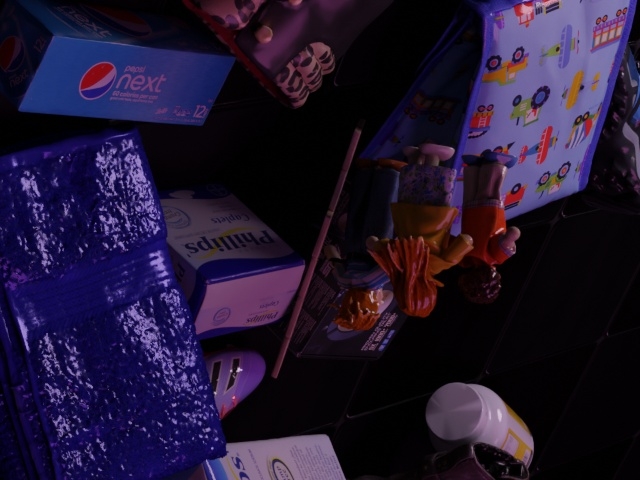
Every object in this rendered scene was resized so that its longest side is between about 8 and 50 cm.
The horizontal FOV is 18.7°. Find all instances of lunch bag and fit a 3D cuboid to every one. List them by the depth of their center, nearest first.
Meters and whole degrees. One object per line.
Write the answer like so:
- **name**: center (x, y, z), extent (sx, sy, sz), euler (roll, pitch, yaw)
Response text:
- **lunch bag**: center (0.194, -0.159, 1.894), extent (0.221, 0.138, 0.293), euler (-21, 149, -36)

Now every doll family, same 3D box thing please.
- **doll family**: center (0.065, 0.002, 1.801), extent (0.118, 0.263, 0.163), euler (13, 78, -35)

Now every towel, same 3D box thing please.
- **towel**: center (-0.198, 0.066, 1.596), extent (0.227, 0.076, 0.308), euler (-20, 97, -37)

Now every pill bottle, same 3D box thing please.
- **pill bottle**: center (0.194, 0.239, 2.417), extent (0.103, 0.103, 0.184), euler (-46, 149, -1)

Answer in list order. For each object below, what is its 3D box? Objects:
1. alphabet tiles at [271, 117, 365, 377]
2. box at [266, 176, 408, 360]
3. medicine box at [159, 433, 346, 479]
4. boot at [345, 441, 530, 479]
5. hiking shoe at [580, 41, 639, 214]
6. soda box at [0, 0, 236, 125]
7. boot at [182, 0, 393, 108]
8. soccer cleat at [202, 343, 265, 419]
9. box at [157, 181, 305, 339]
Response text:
- **alphabet tiles**: center (0.000, 0.000, 1.854), extent (0.198, 0.009, 0.237), euler (-68, 177, -80)
- **box**: center (0.042, 0.032, 2.018), extent (0.147, 0.077, 0.180), euler (8, 120, -53)
- **medicine box**: center (-0.131, 0.317, 1.938), extent (0.263, 0.149, 0.289), euler (-29, 166, 22)
- **boot**: center (0.151, 0.320, 2.369), extent (0.229, 0.091, 0.263), euler (-20, 154, 21)
- **hiking shoe**: center (0.310, -0.165, 2.127), extent (0.304, 0.113, 0.132), euler (70, 37, -50)
- **soda box**: center (-0.170, -0.144, 1.568), extent (0.210, 0.067, 0.071), euler (0, 126, -51)
- **boot**: center (0.004, -0.282, 1.567), extent (0.284, 0.138, 0.377), euler (-45, 155, -2)
- **soccer cleat**: center (-0.144, 0.180, 1.945), extent (0.248, 0.095, 0.083), euler (-20, 141, -36)
- **box**: center (-0.106, 0.017, 1.763), extent (0.126, 0.137, 0.072), euler (-11, 133, -44)
